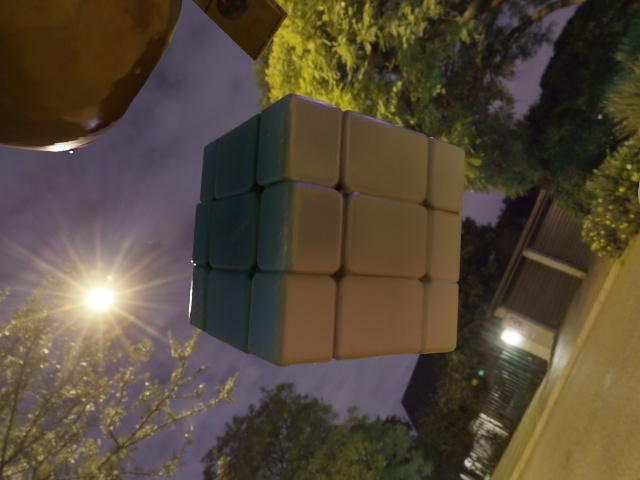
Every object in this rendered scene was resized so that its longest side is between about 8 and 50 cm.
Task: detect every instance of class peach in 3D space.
[{"bbox_3d":[-0.242,-0.211,0.313,0.247,0.292,0.293,-9,-57,-31],"label":"peach"}]

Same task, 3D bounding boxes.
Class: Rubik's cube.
[{"bbox_3d":[0.000,0.000,0.673,0.318,0.321,0.316,5,-93,-34],"label":"Rubik's cube"}]

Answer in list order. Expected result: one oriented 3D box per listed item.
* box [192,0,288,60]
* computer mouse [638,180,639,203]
[{"bbox_3d":[-0.130,-0.350,0.617,0.087,0.155,0.023,-39,14,38],"label":"box"},{"bbox_3d":[0.716,-0.025,0.745,0.095,0.197,0.331,33,-142,-56],"label":"computer mouse"}]
